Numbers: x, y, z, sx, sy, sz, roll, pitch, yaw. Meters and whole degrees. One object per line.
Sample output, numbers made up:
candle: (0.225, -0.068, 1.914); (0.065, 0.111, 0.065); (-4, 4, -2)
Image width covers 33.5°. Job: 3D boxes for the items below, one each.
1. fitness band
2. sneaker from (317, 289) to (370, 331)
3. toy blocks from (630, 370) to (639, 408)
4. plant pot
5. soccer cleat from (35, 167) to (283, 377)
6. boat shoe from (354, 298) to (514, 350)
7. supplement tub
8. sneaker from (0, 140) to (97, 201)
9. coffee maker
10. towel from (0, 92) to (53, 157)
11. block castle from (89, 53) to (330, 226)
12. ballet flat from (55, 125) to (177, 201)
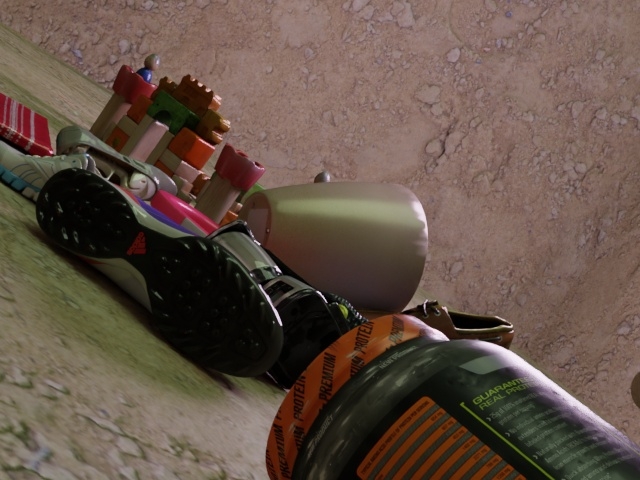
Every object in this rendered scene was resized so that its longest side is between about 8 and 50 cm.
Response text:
fitness band: (-0.149, 0.023, 1.583); (0.291, 0.054, 0.209); (40, 4, 41)
sneaker: (0.053, 0.151, 1.664); (0.209, 0.069, 0.082); (26, -29, 5)
toy blocks: (0.378, 0.281, 0.972); (0.288, 0.309, 0.260); (38, 12, 36)
plant pot: (0.000, 0.000, 1.837); (0.274, 0.256, 0.256); (12, 16, -32)
soccer cleat: (-0.155, 0.032, 1.111); (0.318, 0.108, 0.116); (33, 0, 20)
boat shoe: (0.182, 0.147, 1.804); (0.307, 0.104, 0.110); (12, 23, -22)
supplement tub: (0.128, 0.203, 0.675); (0.338, 0.207, 0.207); (39, 6, 38)
sneaker: (-0.311, -0.077, 1.256); (0.191, 0.083, 0.071); (34, 6, 11)
coffee maker: (-0.051, 0.080, 1.225); (0.171, 0.120, 0.178); (31, 7, -46)
towel: (-0.507, -0.205, 1.518); (0.275, 0.031, 0.199); (30, 8, -23)
block castle: (-0.213, -0.168, 2.057); (0.453, 0.213, 0.303); (38, 6, 39)
ballet flat: (-0.318, -0.101, 1.650); (0.213, 0.072, 0.068); (31, 33, -28)
